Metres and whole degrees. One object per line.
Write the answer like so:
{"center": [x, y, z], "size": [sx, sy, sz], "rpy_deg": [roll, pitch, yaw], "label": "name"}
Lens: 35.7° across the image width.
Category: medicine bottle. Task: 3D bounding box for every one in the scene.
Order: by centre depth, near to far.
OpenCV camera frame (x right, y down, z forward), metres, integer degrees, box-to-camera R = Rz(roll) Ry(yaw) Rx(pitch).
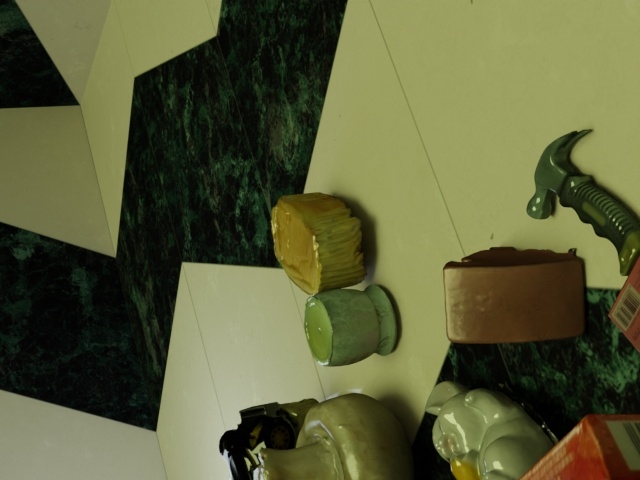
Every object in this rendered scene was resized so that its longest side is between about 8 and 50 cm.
{"center": [0.058, 0.164, 1.911], "size": [0.147, 0.143, 0.147], "rpy_deg": [173, 90, -67], "label": "medicine bottle"}

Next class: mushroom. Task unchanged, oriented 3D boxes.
{"center": [0.025, 0.439, 1.873], "size": [0.297, 0.290, 0.297], "rpy_deg": [27, 121, 60], "label": "mushroom"}

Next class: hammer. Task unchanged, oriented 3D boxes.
{"center": [0.371, -0.047, 1.357], "size": [0.226, 0.041, 0.159], "rpy_deg": [56, 144, 44], "label": "hammer"}

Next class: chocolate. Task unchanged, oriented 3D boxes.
{"center": [0.377, 0.304, 1.218], "size": [0.235, 0.237, 0.108], "rpy_deg": [115, 150, -48], "label": "chocolate"}

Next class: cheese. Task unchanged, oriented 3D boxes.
{"center": [0.256, 0.076, 1.460], "size": [0.203, 0.177, 0.128], "rpy_deg": [11, 105, 62], "label": "cheese"}

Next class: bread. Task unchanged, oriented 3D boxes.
{"center": [0.000, 0.000, 1.998], "size": [0.250, 0.133, 0.179], "rpy_deg": [35, 127, 57], "label": "bread"}

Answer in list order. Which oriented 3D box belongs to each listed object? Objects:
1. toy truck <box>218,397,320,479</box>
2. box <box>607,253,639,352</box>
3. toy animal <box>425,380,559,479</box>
{"center": [-0.046, 0.533, 2.097], "size": [0.180, 0.254, 0.405], "rpy_deg": [-20, 85, 47], "label": "toy truck"}
{"center": [0.436, 0.075, 1.237], "size": [0.111, 0.060, 0.156], "rpy_deg": [59, 147, 39], "label": "box"}
{"center": [0.266, 0.321, 1.539], "size": [0.208, 0.154, 0.325], "rpy_deg": [62, 174, -3], "label": "toy animal"}
